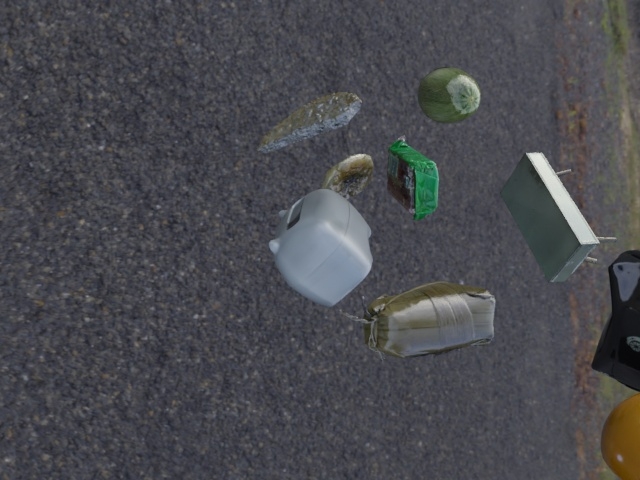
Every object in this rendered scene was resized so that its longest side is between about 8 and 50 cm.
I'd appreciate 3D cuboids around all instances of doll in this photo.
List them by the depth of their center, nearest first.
[{"bbox_3d":[0.648,0.395,1.030,0.213,0.214,0.236,52,10,-31],"label":"doll"}]

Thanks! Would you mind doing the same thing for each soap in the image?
[{"bbox_3d":[0.288,-0.206,1.818,0.098,0.273,0.217,-7,112,-9],"label":"soap"}]

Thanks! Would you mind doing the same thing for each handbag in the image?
[{"bbox_3d":[0.754,0.216,1.209,0.152,0.288,0.342,-24,122,-30],"label":"handbag"}]

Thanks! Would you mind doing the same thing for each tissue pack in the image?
[{"bbox_3d":[0.000,0.000,1.537,0.236,0.229,0.333,42,21,-15],"label":"tissue pack"}]

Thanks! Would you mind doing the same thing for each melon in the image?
[{"bbox_3d":[0.318,-0.365,1.416,0.139,0.192,0.139,-10,114,-22],"label":"melon"}]

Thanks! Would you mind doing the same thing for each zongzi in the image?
[{"bbox_3d":[0.252,0.256,1.863,0.501,0.467,0.218,-5,90,-20],"label":"zongzi"}]

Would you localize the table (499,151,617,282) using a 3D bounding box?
[{"bbox_3d":[0.476,-0.050,1.121,0.111,0.121,0.240,-2,52,-16],"label":"table"}]

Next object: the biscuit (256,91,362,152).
[{"bbox_3d":[-0.021,-0.298,1.373,0.038,0.290,0.141,52,34,-36],"label":"biscuit"}]

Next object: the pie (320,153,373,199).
[{"bbox_3d":[0.085,-0.201,1.798,0.218,0.052,0.185,-33,148,-18],"label":"pie"}]
